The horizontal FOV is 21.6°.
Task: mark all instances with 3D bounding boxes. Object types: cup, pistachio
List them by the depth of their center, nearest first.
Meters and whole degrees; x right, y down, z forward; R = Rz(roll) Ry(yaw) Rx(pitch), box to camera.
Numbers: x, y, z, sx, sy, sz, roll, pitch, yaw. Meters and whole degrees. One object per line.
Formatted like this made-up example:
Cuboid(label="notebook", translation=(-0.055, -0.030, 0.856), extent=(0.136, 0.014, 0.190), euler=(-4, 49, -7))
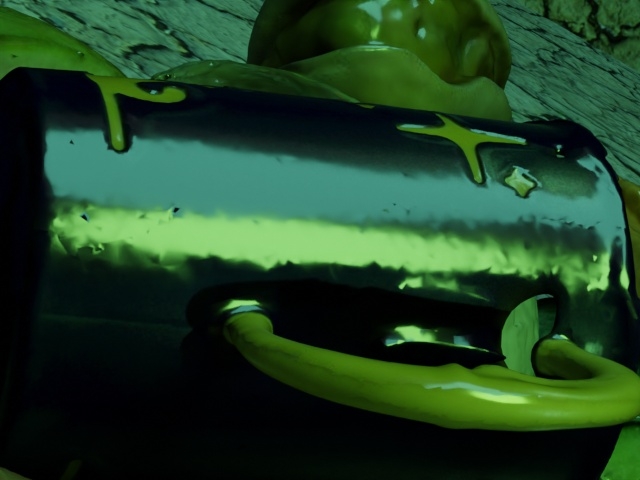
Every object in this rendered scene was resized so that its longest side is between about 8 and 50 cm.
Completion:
Cuboid(label="cup", translation=(-0.006, 0.012, 0.655), extent=(0.256, 0.255, 0.178), euler=(6, 69, -22))
Cuboid(label="pistachio", translation=(0.034, -0.111, 1.174), extent=(0.197, 0.166, 0.288), euler=(-8, -22, 13))

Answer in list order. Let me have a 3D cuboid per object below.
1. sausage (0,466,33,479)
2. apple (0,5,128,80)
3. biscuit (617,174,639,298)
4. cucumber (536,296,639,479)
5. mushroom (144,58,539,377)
Cuboid(label="sausage", translation=(-0.032, 0.132, 0.607), extent=(0.326, 0.079, 0.087), euler=(14, 60, -36))
Cuboid(label="apple", translation=(-0.204, -0.062, 0.797), extent=(0.265, 0.120, 0.193), euler=(-5, 21, -44))
Cuboid(label="biscuit", translation=(0.292, 0.104, 1.048), extent=(0.350, 0.078, 0.455), euler=(43, 10, -38))
Cuboid(label="cucumber", translation=(0.170, 0.088, 0.982), extent=(0.115, 0.063, 0.244), euler=(61, 5, -21))
Cuboid(label="mushroom", translation=(0.001, -0.001, 0.942), extent=(0.247, 0.130, 0.344), euler=(19, 19, -36))
